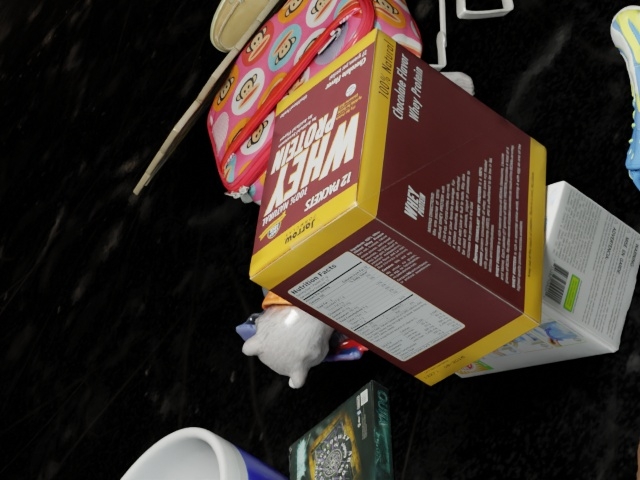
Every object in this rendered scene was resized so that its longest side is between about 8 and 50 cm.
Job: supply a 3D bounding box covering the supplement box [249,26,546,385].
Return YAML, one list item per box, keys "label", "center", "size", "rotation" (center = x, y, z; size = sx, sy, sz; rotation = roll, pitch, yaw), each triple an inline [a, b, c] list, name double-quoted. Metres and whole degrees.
- label: "supplement box"
  center: [0.067, -0.025, 1.355]
  size: [0.129, 0.194, 0.191]
  rotation: [-34, 35, 39]

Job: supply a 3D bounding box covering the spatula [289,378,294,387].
- label: "spatula"
  center: [0.011, 0.037, 1.833]
  size: [0.242, 0.019, 0.168]
  rotation: [-58, 31, 1]

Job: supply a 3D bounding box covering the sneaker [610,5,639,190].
- label: "sneaker"
  center: [0.285, -0.113, 1.432]
  size: [0.126, 0.091, 0.240]
  rotation: [-53, 27, 11]

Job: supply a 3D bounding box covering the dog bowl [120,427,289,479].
- label: "dog bowl"
  center: [-0.137, 0.325, 1.665]
  size: [0.265, 0.104, 0.265]
  rotation: [-40, 31, 30]

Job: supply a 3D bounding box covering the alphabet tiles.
- label: "alphabet tiles"
  center: [-0.130, -0.211, 2.208]
  size: [0.342, 0.011, 0.285]
  rotation: [-56, 4, -36]

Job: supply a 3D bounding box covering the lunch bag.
- label: "lunch bag"
  center: [-0.007, -0.172, 1.991]
  size: [0.293, 0.120, 0.258]
  rotation: [-49, 30, 23]

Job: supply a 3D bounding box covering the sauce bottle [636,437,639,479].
- label: "sauce bottle"
  center: [0.293, 0.115, 1.145]
  size: [0.344, 0.111, 0.111]
  rotation: [-58, 26, 1]

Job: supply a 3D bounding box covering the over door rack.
- label: "over door rack"
  center: [0.182, -0.349, 1.807]
  size: [0.239, 0.108, 0.324]
  rotation: [145, 137, -73]

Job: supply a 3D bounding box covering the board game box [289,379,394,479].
- label: "board game box"
  center: [0.018, 0.235, 1.582]
  size: [0.126, 0.026, 0.186]
  rotation: [-41, 30, 31]

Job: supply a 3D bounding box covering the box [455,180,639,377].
- label: "box"
  center: [0.164, 0.038, 1.459]
  size: [0.203, 0.103, 0.114]
  rotation: [-18, 46, 53]

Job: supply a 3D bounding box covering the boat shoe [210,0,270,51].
- label: "boat shoe"
  center: [-0.084, -0.342, 2.366]
  size: [0.190, 0.068, 0.072]
  rotation: [-56, 35, 2]

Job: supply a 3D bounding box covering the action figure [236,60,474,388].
- label: "action figure"
  center: [0.000, 0.000, 1.701]
  size: [0.341, 0.178, 0.330]
  rotation: [-18, 40, 46]
